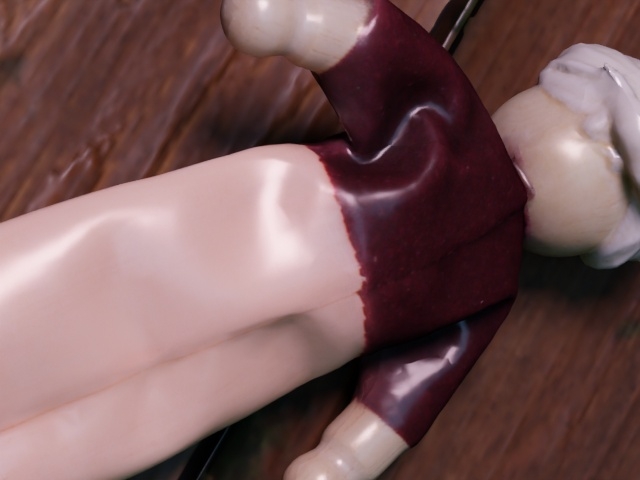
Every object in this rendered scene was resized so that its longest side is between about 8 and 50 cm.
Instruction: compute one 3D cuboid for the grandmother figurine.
[{"bbox_3d":[0.000,0.000,0.599,0.342,0.104,0.208,-17,125,-23],"label":"grandmother figurine"}]
